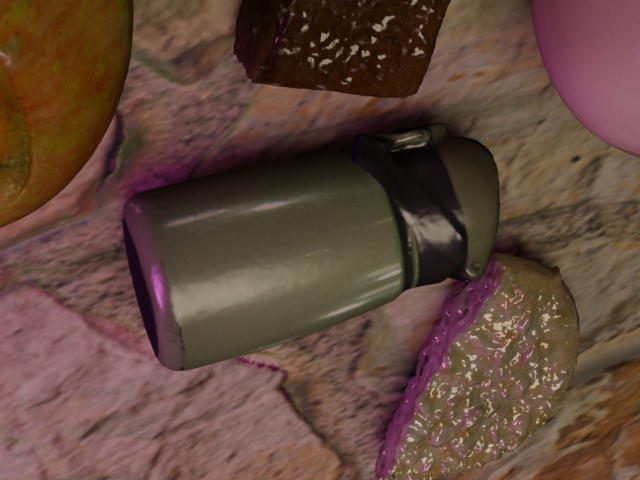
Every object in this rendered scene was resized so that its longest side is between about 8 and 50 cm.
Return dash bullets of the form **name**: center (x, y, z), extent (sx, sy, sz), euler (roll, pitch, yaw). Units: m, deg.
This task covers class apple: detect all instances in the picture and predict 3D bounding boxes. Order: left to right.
- **apple**: center (-0.304, -0.172, 1.292), extent (0.340, 0.339, 0.339), euler (-8, 124, -12)

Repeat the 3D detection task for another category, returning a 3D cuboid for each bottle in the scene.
- **bottle**: center (0.000, -0.002, 1.585), extent (0.347, 0.168, 0.168), euler (-16, 125, -12)

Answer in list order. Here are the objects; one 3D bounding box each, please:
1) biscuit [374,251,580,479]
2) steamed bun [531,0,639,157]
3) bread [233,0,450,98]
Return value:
- **biscuit**: center (0.173, 0.140, 1.775), extent (0.179, 0.084, 0.281), euler (15, 119, -29)
- **steamed bun**: center (0.303, -0.219, 1.432), extent (0.206, 0.324, 0.324), euler (-5, 124, -28)
- **bread**: center (0.059, -0.314, 1.426), extent (0.165, 0.113, 0.416), euler (8, 121, -20)
